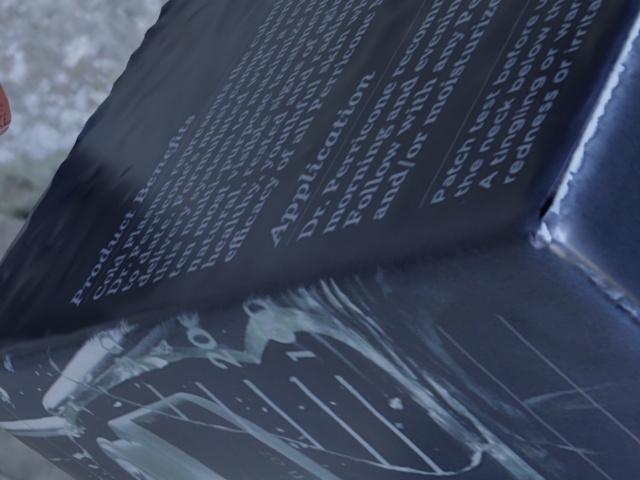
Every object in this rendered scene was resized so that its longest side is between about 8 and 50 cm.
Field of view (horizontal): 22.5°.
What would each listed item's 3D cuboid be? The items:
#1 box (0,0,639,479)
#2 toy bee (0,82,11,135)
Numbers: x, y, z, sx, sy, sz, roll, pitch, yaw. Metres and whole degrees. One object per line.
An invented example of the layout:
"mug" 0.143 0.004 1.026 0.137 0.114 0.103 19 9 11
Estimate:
"box" 0.162 0.060 0.724 0.472 0.480 0.297 -14 41 58
"toy bee" -0.335 -0.055 0.907 0.298 0.162 0.195 -32 8 -4
